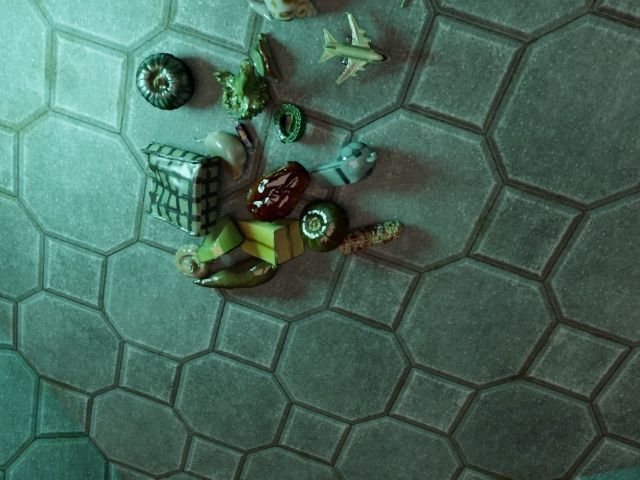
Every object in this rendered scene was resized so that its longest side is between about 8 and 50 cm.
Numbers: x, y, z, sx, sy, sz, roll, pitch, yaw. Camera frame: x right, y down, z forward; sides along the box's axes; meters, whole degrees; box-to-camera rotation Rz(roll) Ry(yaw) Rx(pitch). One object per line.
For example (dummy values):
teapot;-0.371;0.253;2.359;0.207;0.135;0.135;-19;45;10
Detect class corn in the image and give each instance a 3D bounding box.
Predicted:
corn;0.206;-0.012;1.844;0.289;0.098;0.098;-15;109;14

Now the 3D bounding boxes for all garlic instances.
garlic;-0.402;-0.379;1.809;0.148;0.128;0.267;-42;90;11

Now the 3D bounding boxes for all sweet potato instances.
sweet potato;-0.368;0.157;2.004;0.422;0.130;0.131;-12;110;19

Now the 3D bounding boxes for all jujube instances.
jujube;-0.170;-0.191;1.785;0.290;0.197;0.197;-40;101;21

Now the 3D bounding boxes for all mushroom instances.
mushroom;-0.578;0.091;2.010;0.166;0.127;0.167;2;107;6

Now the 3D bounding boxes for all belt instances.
belt;-0.116;-0.451;1.731;0.121;0.079;0.152;6;103;19

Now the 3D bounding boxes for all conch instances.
conch;-0.139;-0.843;1.526;0.275;0.182;0.149;43;79;-11

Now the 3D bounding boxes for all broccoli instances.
broccoli;-0.290;-0.580;1.617;0.198;0.275;0.177;42;76;17

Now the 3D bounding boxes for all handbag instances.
handbag;-0.577;-0.215;1.837;0.326;0.162;0.326;17;113;21

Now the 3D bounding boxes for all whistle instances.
whistle;0.112;-0.298;1.729;0.289;0.163;0.164;-4;117;50

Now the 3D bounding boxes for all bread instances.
bread;-0.217;-0.019;1.946;0.263;0.163;0.168;20;122;40

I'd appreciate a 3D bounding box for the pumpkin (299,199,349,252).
pumpkin;0.019;-0.054;1.818;0.218;0.162;0.219;-5;80;28

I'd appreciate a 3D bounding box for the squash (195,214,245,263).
squash;-0.443;0.005;1.898;0.220;0.220;0.133;-23;110;18

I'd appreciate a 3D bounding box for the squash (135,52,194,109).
squash;-0.589;-0.604;1.696;0.217;0.172;0.219;0;84;-4

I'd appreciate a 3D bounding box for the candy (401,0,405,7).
candy;0.321;-0.918;1.460;0.077;0.084;0.288;17;122;-2

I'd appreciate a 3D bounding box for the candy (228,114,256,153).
candy;-0.311;-0.427;1.791;0.045;0.043;0.175;-19;112;20

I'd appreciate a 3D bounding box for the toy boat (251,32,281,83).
toy boat;-0.206;-0.669;1.655;0.089;0.071;0.185;5;122;55

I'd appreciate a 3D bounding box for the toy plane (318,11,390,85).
toy plane;0.123;-0.666;1.578;0.255;0.104;0.242;13;112;5
